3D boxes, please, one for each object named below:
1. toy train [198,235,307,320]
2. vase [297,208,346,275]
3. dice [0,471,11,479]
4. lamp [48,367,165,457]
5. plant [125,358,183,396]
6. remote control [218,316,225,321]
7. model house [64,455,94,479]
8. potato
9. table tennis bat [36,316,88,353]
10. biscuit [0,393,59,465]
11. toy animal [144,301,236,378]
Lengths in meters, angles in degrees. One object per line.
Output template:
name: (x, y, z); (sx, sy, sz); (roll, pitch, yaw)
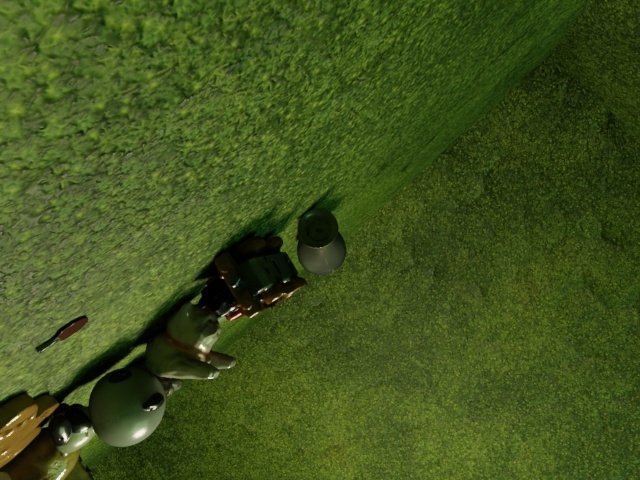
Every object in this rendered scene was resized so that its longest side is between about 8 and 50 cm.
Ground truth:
toy train: (-0.176, 0.110, 1.161); (0.231, 0.163, 0.369); (-34, 175, 10)
vase: (0.000, 0.000, 1.444); (0.173, 0.173, 0.321); (-40, 167, -9)
dice: (-0.632, 0.582, 0.703); (0.304, 0.304, 0.277); (-11, 154, -43)
lamp: (-0.492, 0.400, 1.059); (0.243, 0.198, 0.198); (-12, 159, -27)
plant: (-0.515, 0.443, 1.380); (0.149, 0.146, 0.274); (-43, 174, -7)
remote control: (-0.366, 0.276, 1.614); (0.090, 0.038, 0.309); (-45, 172, 37)
model house: (-0.790, 0.763, 1.301); (0.266, 0.261, 0.321); (-33, 155, -35)
potato: (-0.673, 0.533, 1.065); (0.200, 0.154, 0.137); (-46, 155, -29)
table tennis bat: (-0.408, 0.150, 0.715); (0.083, 0.007, 0.050); (-39, 174, -32)
biscuit: (-0.646, 0.411, 0.866); (0.275, 0.052, 0.355); (-33, 169, -48)
toy animal: (-0.349, 0.261, 1.202); (0.266, 0.188, 0.308); (-14, 175, 12)
